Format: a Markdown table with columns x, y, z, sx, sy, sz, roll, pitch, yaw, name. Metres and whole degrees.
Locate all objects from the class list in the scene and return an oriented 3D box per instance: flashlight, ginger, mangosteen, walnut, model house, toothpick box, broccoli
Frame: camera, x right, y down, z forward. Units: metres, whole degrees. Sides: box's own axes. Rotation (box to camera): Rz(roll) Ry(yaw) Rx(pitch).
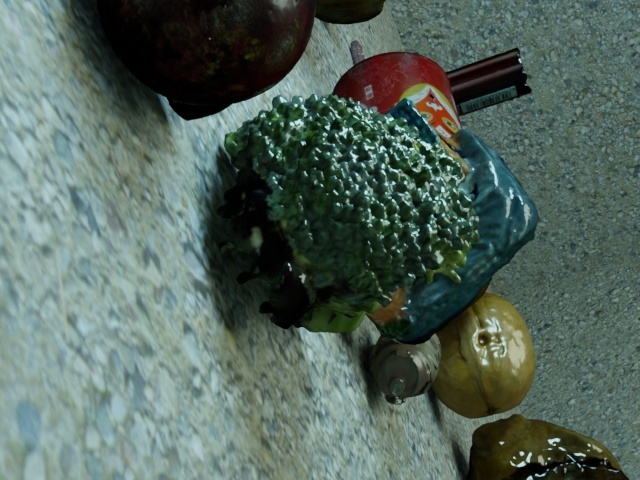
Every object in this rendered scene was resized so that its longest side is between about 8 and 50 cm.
| x | y | z | sx | sy | sz | roll | pitch | yaw | name |
| --- | --- | --- | --- | --- | --- | --- | --- | --- | --- |
| 0.087 | -0.379 | 2.046 | 0.052 | 0.031 | 0.110 | 46 | 29 | -63 | flashlight |
| 0.403 | 0.430 | 1.762 | 0.223 | 0.269 | 0.200 | -116 | -163 | -58 | ginger |
| -0.084 | -0.174 | 0.736 | 0.184 | 0.172 | 0.172 | 90 | -10 | -61 | mangosteen |
| 0.276 | 0.198 | 1.690 | 0.195 | 0.195 | 0.221 | 45 | 34 | -65 | walnut |
| 0.076 | -0.049 | 1.137 | 0.291 | 0.253 | 0.184 | 37 | 19 | -36 | model house |
| 0.131 | -0.104 | 1.467 | 0.204 | 0.204 | 0.333 | 59 | 18 | -48 | toothpick box |
| 0.000 | 0.000 | 0.881 | 0.247 | 0.263 | 0.243 | -52 | 160 | -36 | broccoli |

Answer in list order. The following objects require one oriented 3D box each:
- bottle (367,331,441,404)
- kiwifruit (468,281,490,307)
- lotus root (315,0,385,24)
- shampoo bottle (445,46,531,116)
| x | y | z | sx | sy | sz | roll | pitch | yaw | name |
| --- | --- | --- | --- | --- | --- | --- | --- | --- | --- |
| 0.110 | 0.158 | 1.263 | 0.152 | 0.099 | 0.099 | -24 | 96 | -76 | bottle |
| 0.198 | 0.024 | 1.610 | 0.234 | 0.196 | 0.196 | -87 | 157 | -53 | kiwifruit |
| 0.021 | -0.456 | 1.389 | 0.346 | 0.250 | 0.250 | -6 | 78 | -81 | lotus root |
| 0.205 | -0.249 | 1.703 | 0.129 | 0.323 | 0.084 | 10 | 64 | -75 | shampoo bottle |
